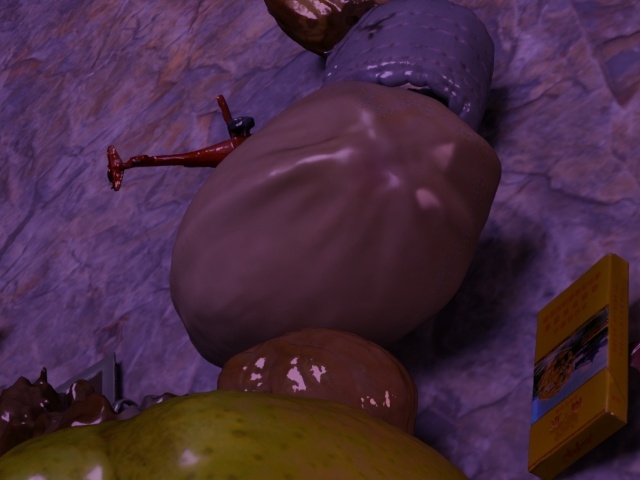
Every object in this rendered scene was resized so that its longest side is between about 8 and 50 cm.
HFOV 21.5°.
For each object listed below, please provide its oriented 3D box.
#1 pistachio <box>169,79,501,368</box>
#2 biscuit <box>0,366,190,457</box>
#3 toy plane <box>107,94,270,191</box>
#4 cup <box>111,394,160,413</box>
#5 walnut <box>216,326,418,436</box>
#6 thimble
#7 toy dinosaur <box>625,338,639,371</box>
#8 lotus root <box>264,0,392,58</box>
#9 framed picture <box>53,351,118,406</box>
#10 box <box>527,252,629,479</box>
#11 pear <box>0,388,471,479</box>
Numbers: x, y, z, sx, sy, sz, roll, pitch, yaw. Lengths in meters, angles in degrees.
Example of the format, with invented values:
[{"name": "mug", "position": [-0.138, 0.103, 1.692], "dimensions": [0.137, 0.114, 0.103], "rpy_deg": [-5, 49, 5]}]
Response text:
[{"name": "pistachio", "position": [0.000, 0.000, 1.349], "dimensions": [0.332, 0.226, 0.207], "rpy_deg": [-36, 61, 34]}, {"name": "biscuit", "position": [-0.201, 0.228, 1.236], "dimensions": [0.366, 0.115, 0.268], "rpy_deg": [-13, 57, 71]}, {"name": "toy plane", "position": [-0.103, -0.089, 1.619], "dimensions": [0.077, 0.194, 0.126], "rpy_deg": [-24, 54, 63]}, {"name": "cup", "position": [-0.145, 0.172, 1.406], "dimensions": [0.054, 0.075, 0.083], "rpy_deg": [8, 56, 29]}, {"name": "walnut", "position": [-0.003, 0.140, 1.234], "dimensions": [0.167, 0.149, 0.166], "rpy_deg": [-6, 79, 32]}, {"name": "thimble", "position": [0.076, -0.135, 1.507], "dimensions": [0.151, 0.127, 0.118], "rpy_deg": [-23, 33, 35]}, {"name": "toy dinosaur", "position": [0.257, 0.095, 1.110], "dimensions": [0.220, 0.032, 0.108], "rpy_deg": [8, 56, 54]}, {"name": "lotus root", "position": [0.026, -0.229, 1.730], "dimensions": [0.159, 0.095, 0.135], "rpy_deg": [-6, 28, -24]}, {"name": "framed picture", "position": [-0.291, 0.235, 1.534], "dimensions": [0.273, 0.016, 0.216], "rpy_deg": [-31, 31, 14]}, {"name": "box", "position": [0.182, 0.087, 1.185], "dimensions": [0.087, 0.023, 0.155], "rpy_deg": [-42, 24, 37]}, {"name": "pear", "position": [-0.050, 0.255, 0.914], "dimensions": [0.391, 0.391, 0.391], "rpy_deg": [-27, 33, 20]}]
